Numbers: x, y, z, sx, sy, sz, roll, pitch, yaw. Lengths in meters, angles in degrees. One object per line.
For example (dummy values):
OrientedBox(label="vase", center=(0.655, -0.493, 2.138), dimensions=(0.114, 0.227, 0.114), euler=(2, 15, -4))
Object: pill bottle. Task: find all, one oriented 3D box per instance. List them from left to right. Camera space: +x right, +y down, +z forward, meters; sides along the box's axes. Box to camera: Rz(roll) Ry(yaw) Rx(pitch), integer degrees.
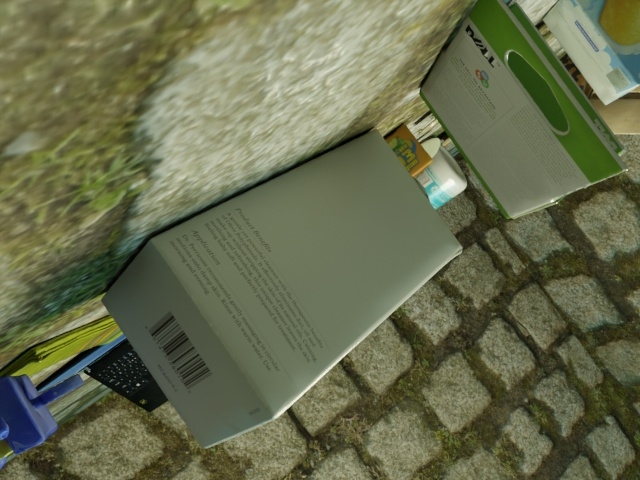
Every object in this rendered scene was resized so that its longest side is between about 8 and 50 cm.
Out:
OrientedBox(label="pill bottle", center=(0.203, -0.112, 1.420), dimensions=(0.264, 0.146, 0.146), euler=(-36, 177, 24))

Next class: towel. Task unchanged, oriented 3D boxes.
OrientedBox(label="towel", center=(-0.302, 0.132, 0.736), dimensions=(0.102, 0.021, 0.237), euler=(-37, 177, 15))

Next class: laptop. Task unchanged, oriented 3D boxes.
OrientedBox(label="laptop", center=(-0.308, 0.227, 1.018), dimensions=(0.234, 0.264, 0.136), euler=(-34, -146, 14))

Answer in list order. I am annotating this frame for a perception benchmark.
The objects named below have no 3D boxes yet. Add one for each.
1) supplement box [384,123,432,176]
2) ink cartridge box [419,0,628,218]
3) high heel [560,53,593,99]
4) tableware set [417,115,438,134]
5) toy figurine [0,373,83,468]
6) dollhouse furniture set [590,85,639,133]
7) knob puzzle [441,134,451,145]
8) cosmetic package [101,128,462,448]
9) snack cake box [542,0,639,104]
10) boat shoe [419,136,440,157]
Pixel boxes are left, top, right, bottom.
OrientedBox(label="supplement box", center=(0.116, -0.116, 0.991), dimensions=(0.078, 0.080, 0.233), euler=(-38, 175, -2))
OrientedBox(label="ink cartridge box", center=(0.209, -0.135, 0.578), dimensions=(0.097, 0.189, 0.255), euler=(-34, 177, -5))
OrientedBox(label="high heel", center=(0.433, -0.288, 0.858), dimensions=(0.261, 0.093, 0.186), euler=(-31, -140, 23))
OrientedBox(label="tableware set", center=(0.230, -0.233, 0.980), dimensions=(0.169, 0.020, 0.141), euler=(-39, 178, 34))
OrientedBox(label="toy figurine", center=(-0.297, 0.211, 0.541), dimensions=(0.217, 0.191, 0.362), euler=(-40, 180, -20))
OrientedBox(label="dollhouse furniture set", center=(0.591, -0.277, 0.995), dimensions=(0.303, 0.355, 0.174), euler=(7, -163, 25))
OrientedBox(label="knob puzzle", center=(0.347, -0.277, 1.560), dimensions=(0.213, 0.030, 0.213), euler=(-35, 177, -2))
OrientedBox(label="cosmetic package", center=(-0.021, 0.034, 0.671), dimensions=(0.365, 0.197, 0.155), euler=(-31, 175, -45))
OrientedBox(label="snack cake box", center=(0.456, -0.322, 0.790), dimensions=(0.264, 0.152, 0.089), euler=(-35, 177, -4))
OrientedBox(label="boat shoe", center=(0.190, -0.177, 1.253), dimensions=(0.137, 0.049, 0.043), euler=(-38, -140, -2))
